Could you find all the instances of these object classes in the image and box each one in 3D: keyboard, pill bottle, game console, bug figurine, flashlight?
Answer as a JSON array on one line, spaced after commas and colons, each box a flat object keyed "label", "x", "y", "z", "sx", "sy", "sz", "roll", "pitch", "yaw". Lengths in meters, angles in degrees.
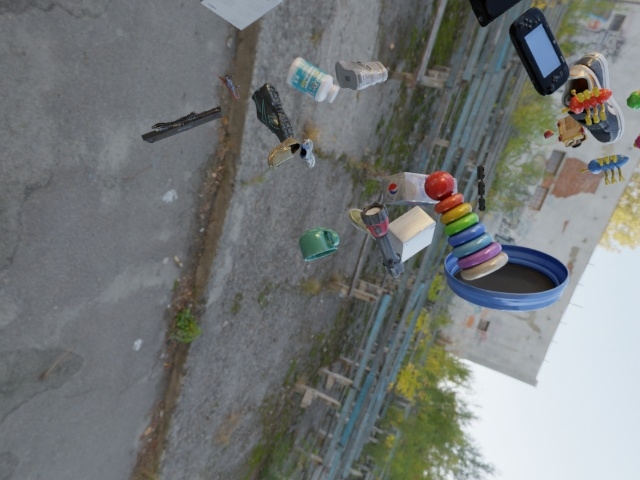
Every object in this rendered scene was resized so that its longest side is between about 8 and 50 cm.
[{"label": "keyboard", "x": -0.529, "y": -0.448, "z": 1.530, "sx": 0.201, "sy": 0.317, "sz": 0.033, "roll": -148, "pitch": -145, "yaw": -77}, {"label": "pill bottle", "x": -0.036, "y": -0.829, "z": 2.099, "sx": 0.146, "sy": 0.264, "sz": 0.146, "roll": -60, "pitch": -179, "yaw": 2}, {"label": "game console", "x": 0.499, "y": -0.527, "z": 0.951, "sx": 0.213, "sy": 0.361, "sz": 0.044, "roll": -37, "pitch": -165, "yaw": -2}, {"label": "bug figurine", "x": 0.736, "y": -0.275, "z": 0.978, "sx": 0.279, "sy": 0.216, "sz": 0.072, "roll": 54, "pitch": 50, "yaw": -26}, {"label": "flashlight", "x": 0.252, "y": -0.002, "z": 1.578, "sx": 0.103, "sy": 0.103, "sz": 0.304, "roll": -38, "pitch": 123, "yaw": -18}]

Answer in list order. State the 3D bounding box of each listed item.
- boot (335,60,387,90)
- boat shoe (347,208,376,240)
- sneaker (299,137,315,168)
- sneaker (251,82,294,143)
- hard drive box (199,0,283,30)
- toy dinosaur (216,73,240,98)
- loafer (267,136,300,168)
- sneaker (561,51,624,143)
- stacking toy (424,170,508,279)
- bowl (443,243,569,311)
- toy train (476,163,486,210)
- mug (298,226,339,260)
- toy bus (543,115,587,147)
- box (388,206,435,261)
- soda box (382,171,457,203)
[{"label": "boot", "x": 0.144, "y": -0.595, "z": 1.433, "sx": 0.258, "sy": 0.123, "sz": 0.095, "roll": -119, "pitch": -163, "yaw": -53}, {"label": "boat shoe", "x": 0.275, "y": -0.097, "z": 2.299, "sx": 0.109, "sy": 0.302, "sz": 0.094, "roll": -47, "pitch": 155, "yaw": -8}, {"label": "sneaker", "x": -0.061, "y": -0.342, "z": 1.616, "sx": 0.058, "sy": 0.052, "sz": 0.135, "roll": -48, "pitch": 146, "yaw": -33}, {"label": "sneaker", "x": -0.192, "y": -0.501, "z": 1.645, "sx": 0.267, "sy": 0.106, "sz": 0.101, "roll": 68, "pitch": 27, "yaw": -11}, {"label": "hard drive box", "x": -0.267, "y": -0.844, "z": 1.358, "sx": 0.181, "sy": 0.232, "sz": 0.089, "roll": 14, "pitch": 75, "yaw": -47}, {"label": "toy dinosaur", "x": -0.322, "y": -0.552, "z": 1.444, "sx": 0.047, "sy": 0.090, "sz": 0.082, "roll": -41, "pitch": 128, "yaw": -75}, {"label": "loafer", "x": -0.120, "y": -0.292, "z": 1.328, "sx": 0.148, "sy": 0.050, "sz": 0.056, "roll": -54, "pitch": 144, "yaw": -25}, {"label": "sneaker", "x": 0.894, "y": -0.443, "z": 1.334, "sx": 0.127, "sy": 0.321, "sz": 0.126, "roll": -38, "pitch": -159, "yaw": -7}, {"label": "stacking toy", "x": 0.416, "y": -0.057, "z": 1.191, "sx": 0.141, "sy": 0.330, "sz": 0.141, "roll": -26, "pitch": 176, "yaw": -2}, {"label": "bowl", "x": 0.630, "y": 0.120, "z": 1.385, "sx": 0.391, "sy": 0.391, "sz": 0.077, "roll": -45, "pitch": 134, "yaw": -58}, {"label": "toy train", "x": 0.538, "y": -0.177, "z": 1.338, "sx": 0.036, "sy": 0.027, "sz": 0.158, "roll": -33, "pitch": 119, "yaw": -69}, {"label": "mug", "x": -0.001, "y": 0.002, "z": 1.444, "sx": 0.129, "sy": 0.158, "sz": 0.097, "roll": 18, "pitch": 52, "yaw": -74}, {"label": "toy bus", "x": 1.108, "y": -0.463, "z": 1.747, "sx": 0.202, "sy": 0.104, "sz": 0.191, "roll": -46, "pitch": -153, "yaw": 6}, {"label": "box", "x": 0.391, "y": -0.025, "z": 1.764, "sx": 0.181, "sy": 0.119, "sz": 0.182, "roll": -32, "pitch": 150, "yaw": -12}, {"label": "soda box", "x": 0.337, "y": -0.165, "z": 1.333, "sx": 0.286, "sy": 0.098, "sz": 0.091, "roll": -2, "pitch": 87, "yaw": -38}]
